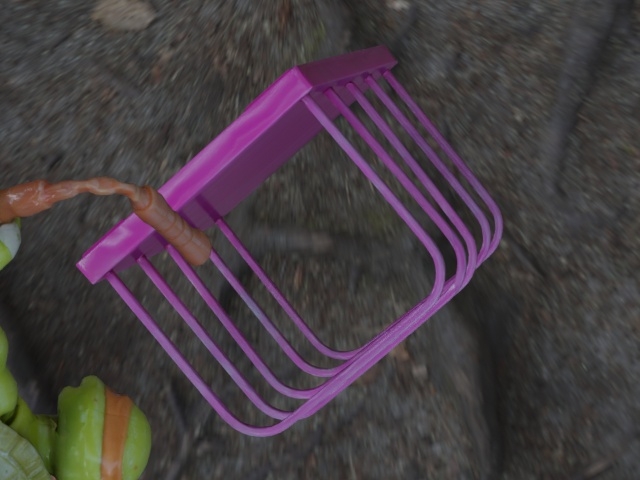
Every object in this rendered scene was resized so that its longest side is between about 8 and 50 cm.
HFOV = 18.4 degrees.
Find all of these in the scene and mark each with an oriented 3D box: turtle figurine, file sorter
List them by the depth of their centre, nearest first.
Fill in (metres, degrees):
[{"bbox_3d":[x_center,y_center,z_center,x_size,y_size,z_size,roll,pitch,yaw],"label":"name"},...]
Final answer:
[{"bbox_3d":[-0.149,0.075,0.657,0.217,0.269,0.087,1,56,-8],"label":"turtle figurine"},{"bbox_3d":[0.000,0.000,1.407,0.202,0.290,0.182,-40,88,15],"label":"file sorter"}]
